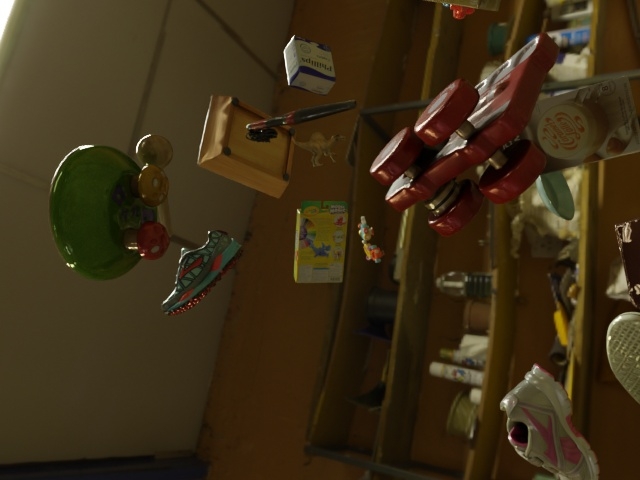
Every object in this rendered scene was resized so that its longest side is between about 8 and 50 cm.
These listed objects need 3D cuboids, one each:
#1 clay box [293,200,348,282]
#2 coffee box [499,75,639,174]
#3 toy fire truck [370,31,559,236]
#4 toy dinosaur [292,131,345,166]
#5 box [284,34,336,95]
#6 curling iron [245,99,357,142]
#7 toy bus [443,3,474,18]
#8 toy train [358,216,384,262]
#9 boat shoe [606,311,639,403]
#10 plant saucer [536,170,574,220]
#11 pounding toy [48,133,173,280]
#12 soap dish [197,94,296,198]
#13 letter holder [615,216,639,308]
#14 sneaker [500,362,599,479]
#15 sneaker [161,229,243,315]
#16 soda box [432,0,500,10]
[{"bbox_3d":[0.000,0.000,1.427,0.127,0.053,0.222,0,-73,-13],"label":"clay box"},{"bbox_3d":[0.456,-0.203,1.042,0.098,0.247,0.141,-24,-81,-74],"label":"coffee box"},{"bbox_3d":[0.232,-0.169,0.872,0.169,0.302,0.254,39,-124,-9],"label":"toy fire truck"},{"bbox_3d":[-0.011,-0.250,1.492,0.183,0.053,0.092,-14,-83,-36],"label":"toy dinosaur"},{"bbox_3d":[-0.030,-0.509,1.590,0.126,0.072,0.137,6,-117,-31],"label":"box"},{"bbox_3d":[-0.046,-0.264,1.179,0.068,0.274,0.035,15,-113,-58],"label":"curling iron"},{"bbox_3d":[0.301,-0.566,1.081,0.220,0.149,0.211,-38,-40,-23],"label":"toy bus"},{"bbox_3d":[0.176,0.002,1.835,0.125,0.046,0.166,111,145,-68],"label":"toy train"},{"bbox_3d":[0.921,0.356,1.442,0.500,0.187,0.156,49,-122,-16],"label":"boat shoe"},{"bbox_3d":[0.663,-0.142,1.563,0.195,0.037,0.195,22,-124,-37],"label":"plant saucer"},{"bbox_3d":[-0.241,-0.046,0.745,0.237,0.110,0.183,-52,-41,-63],"label":"pounding toy"},{"bbox_3d":[-0.207,-0.282,1.631,0.291,0.118,0.229,21,-111,-36],"label":"soap dish"},{"bbox_3d":[0.794,0.037,1.093,0.152,0.302,0.214,27,-125,-33],"label":"letter holder"},{"bbox_3d":[0.380,0.337,0.932,0.252,0.111,0.103,62,178,-11],"label":"sneaker"},{"bbox_3d":[-0.329,0.081,1.429,0.262,0.125,0.104,-47,-6,-15],"label":"sneaker"},{"bbox_3d":[0.229,-0.445,0.956,0.061,0.181,0.058,-12,-57,-38],"label":"soda box"}]
